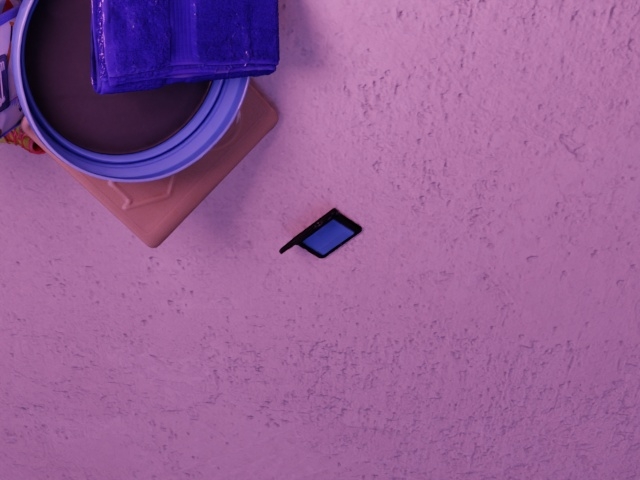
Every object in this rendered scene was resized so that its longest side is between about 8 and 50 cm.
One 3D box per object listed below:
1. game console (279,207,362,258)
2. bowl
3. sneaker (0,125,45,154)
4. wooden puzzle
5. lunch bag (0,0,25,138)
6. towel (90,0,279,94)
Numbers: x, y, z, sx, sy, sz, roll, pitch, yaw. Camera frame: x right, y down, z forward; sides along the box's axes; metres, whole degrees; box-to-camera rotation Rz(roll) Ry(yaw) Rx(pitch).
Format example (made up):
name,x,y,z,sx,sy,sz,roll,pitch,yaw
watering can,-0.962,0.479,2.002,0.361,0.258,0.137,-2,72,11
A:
name,x,y,z,sx,sy,sz,roll,pitch,yaw
game console,0.000,0.000,2.219,0.122,0.107,0.071,-37,92,34
bowl,-0.291,-0.285,1.810,0.391,0.077,0.391,-12,113,-30
sneaker,-0.517,-0.194,2.069,0.208,0.094,0.081,-4,135,12
wooden puzzle,-0.282,-0.204,1.958,0.322,0.080,0.348,-46,126,-5
lunch bag,-0.592,-0.305,1.731,0.239,0.328,0.385,-16,111,32
towel,-0.197,-0.342,1.756,0.308,0.076,0.227,-11,114,-30
